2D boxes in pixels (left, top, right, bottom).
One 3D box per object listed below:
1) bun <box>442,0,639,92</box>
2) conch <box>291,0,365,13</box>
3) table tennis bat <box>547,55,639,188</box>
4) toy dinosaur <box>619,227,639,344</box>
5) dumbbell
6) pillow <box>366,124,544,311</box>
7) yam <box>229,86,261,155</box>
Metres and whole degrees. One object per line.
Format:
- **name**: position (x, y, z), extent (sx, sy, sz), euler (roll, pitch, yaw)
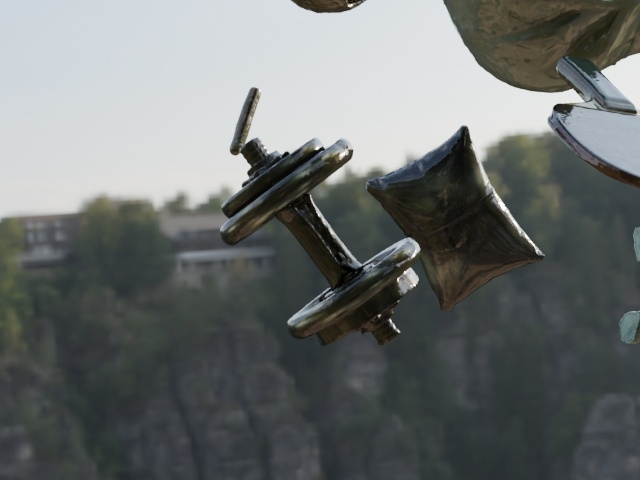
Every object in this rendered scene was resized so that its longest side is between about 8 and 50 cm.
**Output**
- **bun**: position (0.294, -0.350, 1.698), extent (0.355, 0.354, 0.194), euler (-3, 10, -31)
- **conch**: position (0.002, -0.373, 1.971), extent (0.155, 0.130, 0.207), euler (23, 19, 5)
- **table tennis bat**: position (0.267, -0.099, 1.253), extent (0.173, 0.022, 0.301), euler (8, 25, -17)
- **toy dinosaur**: position (0.385, 0.020, 1.365), extent (0.206, 0.392, 0.092), euler (-2, 32, -4)
- **dumbbell**: position (0.000, 0.000, 1.718), extent (0.192, 0.290, 0.192), euler (-36, 1, 0)
- **pillow**: position (0.209, -0.030, 2.250), extent (0.186, 0.249, 0.106), euler (-31, 9, 10)
- **yam**: position (-0.105, -0.165, 2.012), extent (0.021, 0.116, 0.021), euler (12, -32, 8)
